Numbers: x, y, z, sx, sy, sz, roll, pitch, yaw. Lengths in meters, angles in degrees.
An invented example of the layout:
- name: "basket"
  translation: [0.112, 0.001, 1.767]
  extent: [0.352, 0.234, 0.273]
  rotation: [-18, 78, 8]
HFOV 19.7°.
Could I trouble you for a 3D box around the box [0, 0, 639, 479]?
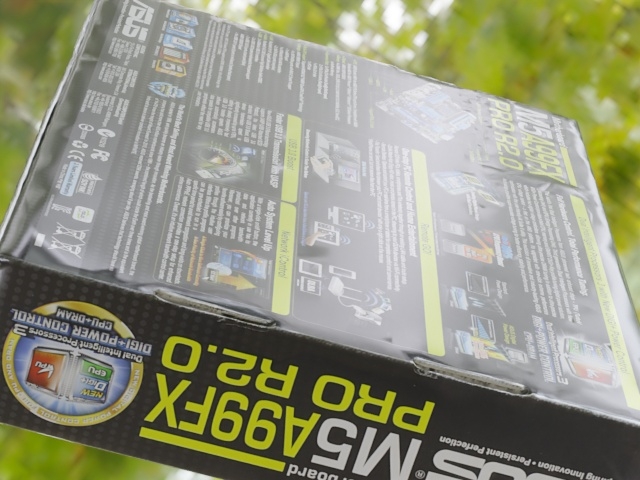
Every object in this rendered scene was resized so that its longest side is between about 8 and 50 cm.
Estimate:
- name: "box"
  translation: [0.000, 0.000, 0.676]
  extent: [0.270, 0.216, 0.060]
  rotation: [-89, 16, -65]
